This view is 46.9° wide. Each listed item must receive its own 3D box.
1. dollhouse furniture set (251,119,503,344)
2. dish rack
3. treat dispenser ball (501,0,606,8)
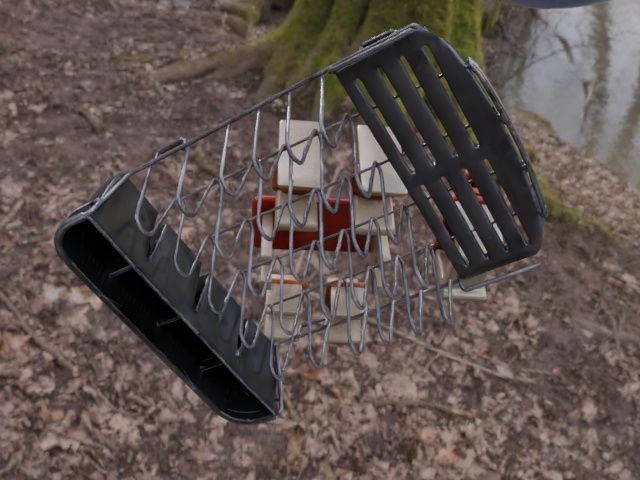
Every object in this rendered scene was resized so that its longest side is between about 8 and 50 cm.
[{"bbox_3d":[0.055,-0.013,0.794,0.258,0.262,0.135,3,51,-5],"label":"dollhouse furniture set"},{"bbox_3d":[0.000,0.000,0.468,0.271,0.208,0.074,-23,34,22],"label":"dish rack"},{"bbox_3d":[0.184,-0.320,0.538,0.287,0.288,0.288,4,41,-3],"label":"treat dispenser ball"}]
